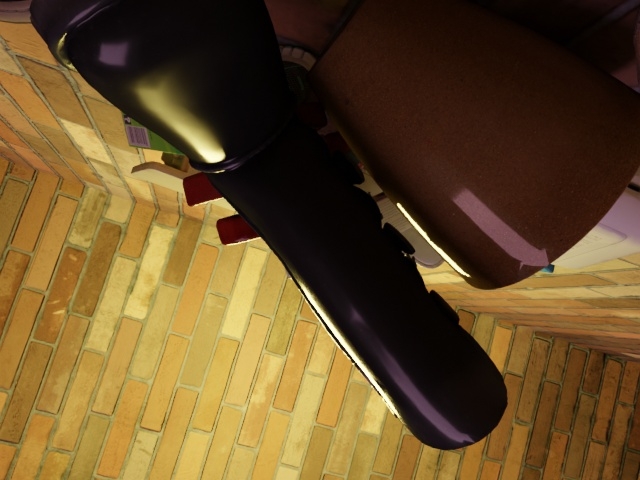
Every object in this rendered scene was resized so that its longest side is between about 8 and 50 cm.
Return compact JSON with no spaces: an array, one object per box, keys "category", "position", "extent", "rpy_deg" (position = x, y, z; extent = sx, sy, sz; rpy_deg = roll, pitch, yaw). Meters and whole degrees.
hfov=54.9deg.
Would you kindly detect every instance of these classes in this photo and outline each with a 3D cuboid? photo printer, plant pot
[{"category":"photo printer","position":[0.313,-0.057,0.850],"extent":[0.256,0.107,0.307],"rpy_deg":[22,172,4]},{"category":"plant pot","position":[0.122,-0.123,0.579],"extent":[0.254,0.237,0.237],"rpy_deg":[37,166,-12]}]

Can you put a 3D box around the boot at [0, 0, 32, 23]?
[{"category":"boot","position":[-0.298,-0.293,0.387],"extent":[0.377,0.138,0.284],"rpy_deg":[21,166,25]}]

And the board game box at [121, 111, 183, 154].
[{"category":"board game box","position":[-0.219,-0.198,0.993],"extent":[0.260,0.124,0.039],"rpy_deg":[14,-146,29]}]

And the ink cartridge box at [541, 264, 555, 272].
[{"category":"ink cartridge box","position":[0.344,-0.012,1.172],"extent":[0.148,0.085,0.203],"rpy_deg":[9,168,43]}]

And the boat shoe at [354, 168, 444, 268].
[{"category":"boat shoe","position":[0.144,-0.048,1.187],"extent":[0.254,0.095,0.079],"rpy_deg":[37,-164,4]}]

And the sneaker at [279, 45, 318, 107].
[{"category":"sneaker","position":[-0.084,-0.209,0.785],"extent":[0.167,0.076,0.065],"rpy_deg":[13,169,24]}]

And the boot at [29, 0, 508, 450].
[{"category":"boot","position":[0.000,-0.001,0.510],"extent":[0.445,0.146,0.367],"rpy_deg":[58,-175,-8]}]

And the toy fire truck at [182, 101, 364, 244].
[{"category":"toy fire truck","position":[-0.013,-0.107,0.810],"extent":[0.254,0.169,0.302],"rpy_deg":[-11,-175,44]}]

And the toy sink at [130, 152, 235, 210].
[{"category":"toy sink","position":[-0.221,-0.155,1.192],"extent":[0.234,0.131,0.153],"rpy_deg":[19,171,-30]}]

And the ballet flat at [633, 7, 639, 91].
[{"category":"ballet flat","position":[0.330,-0.140,0.362],"extent":[0.108,0.106,0.316],"rpy_deg":[20,170,-19]}]

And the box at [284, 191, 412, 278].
[{"category":"box","position":[0.083,-0.032,0.977],"extent":[0.324,0.067,0.063],"rpy_deg":[-26,-167,-28]}]
